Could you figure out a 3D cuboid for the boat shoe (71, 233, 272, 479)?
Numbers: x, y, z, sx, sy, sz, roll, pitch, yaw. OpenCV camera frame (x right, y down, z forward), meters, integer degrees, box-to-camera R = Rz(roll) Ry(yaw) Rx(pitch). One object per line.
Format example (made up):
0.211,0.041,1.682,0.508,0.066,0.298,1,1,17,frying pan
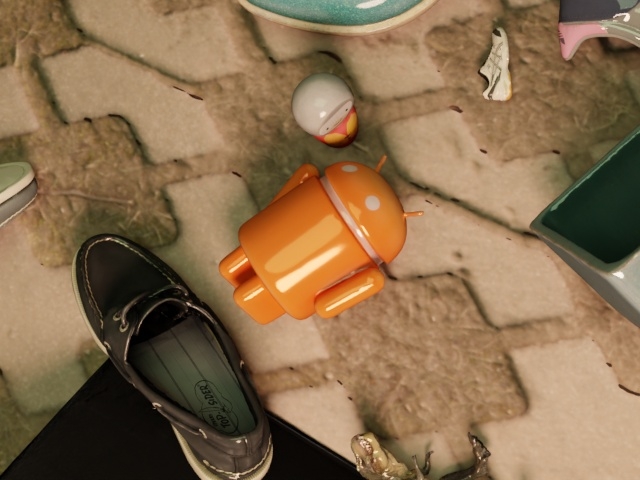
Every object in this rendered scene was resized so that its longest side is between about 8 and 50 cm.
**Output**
-0.162,0.107,1.220,0.127,0.113,0.340,-24,65,-20,boat shoe

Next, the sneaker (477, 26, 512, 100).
0.192,-0.197,1.267,0.036,0.032,0.083,-4,81,10,sneaker

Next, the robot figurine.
-0.001,-0.002,1.228,0.219,0.158,0.128,-34,106,5,robot figurine

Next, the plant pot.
0.400,0.015,1.096,0.248,0.247,0.252,-42,103,3,plant pot

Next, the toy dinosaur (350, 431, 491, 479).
0.151,0.282,1.197,0.118,0.064,0.268,-43,83,4,toy dinosaur

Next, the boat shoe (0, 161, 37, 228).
-0.456,0.024,1.344,0.319,0.116,0.099,-35,121,-3,boat shoe

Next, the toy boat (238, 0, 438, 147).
0.020,-0.261,1.249,0.267,0.148,0.318,2,82,11,toy boat

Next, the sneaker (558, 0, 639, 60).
0.408,-0.215,1.205,0.318,0.112,0.131,18,104,14,sneaker

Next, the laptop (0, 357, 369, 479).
-0.176,0.386,1.222,0.381,0.236,0.408,30,107,14,laptop
